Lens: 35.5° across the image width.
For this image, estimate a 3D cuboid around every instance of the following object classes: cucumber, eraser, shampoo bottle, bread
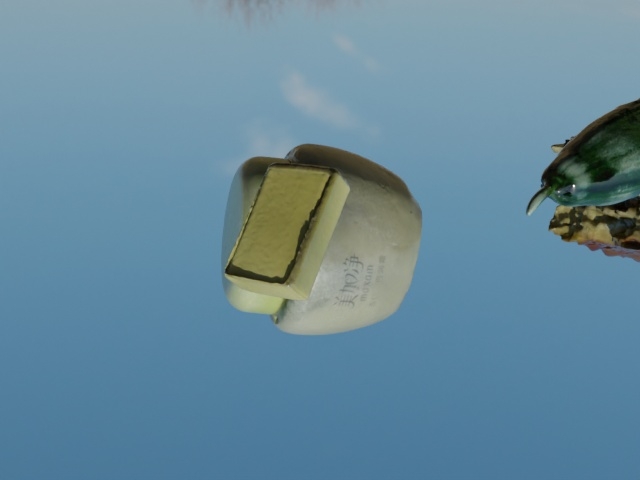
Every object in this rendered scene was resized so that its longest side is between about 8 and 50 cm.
[{"bbox_3d":[0.221,-0.070,0.624,0.250,0.056,0.056,-26,-150,-18],"label":"cucumber"},{"bbox_3d":[-0.041,-0.013,1.293,0.117,0.172,0.058,7,157,37],"label":"eraser"},{"bbox_3d":[0.000,0.000,1.695,0.317,0.322,0.322,5,-160,-16],"label":"shampoo bottle"},{"bbox_3d":[0.420,-0.068,1.164,0.314,0.191,0.370,12,179,36],"label":"bread"}]
